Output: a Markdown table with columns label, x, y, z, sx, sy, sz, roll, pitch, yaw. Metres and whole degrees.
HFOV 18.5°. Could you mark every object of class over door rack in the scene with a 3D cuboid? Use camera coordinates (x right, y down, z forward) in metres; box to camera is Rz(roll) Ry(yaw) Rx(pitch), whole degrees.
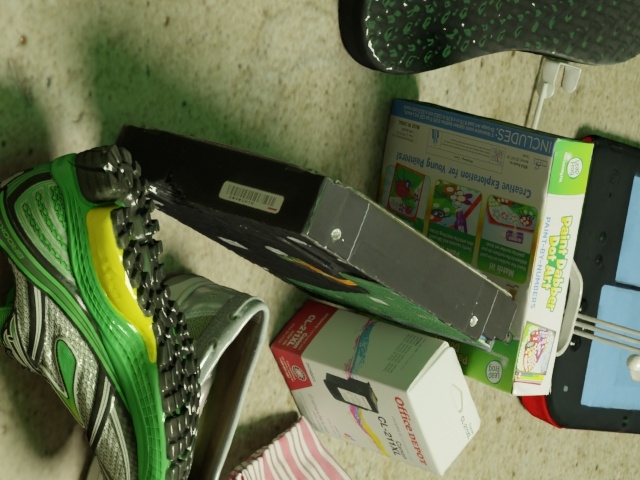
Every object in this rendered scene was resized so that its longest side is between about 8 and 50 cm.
| label | x | y | z | sx | sy | sz | roll | pitch | yaw |
| --- | --- | --- | --- | --- | --- | --- | --- | --- | --- |
| over door rack | 0.290 | -0.035 | 2.099 | 0.108 | 0.240 | 0.324 | 29 | 81 | -57 |

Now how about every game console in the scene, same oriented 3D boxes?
| label | x | y | z | sx | sy | sz | roll | pitch | yaw |
| --- | --- | --- | --- | --- | --- | --- | --- | --- | --- |
| game console | 0.386 | 0.065 | 2.394 | 0.387 | 0.060 | 0.342 | 11 | 94 | -52 |

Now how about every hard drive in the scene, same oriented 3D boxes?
| label | x | y | z | sx | sy | sz | roll | pitch | yaw |
| --- | --- | --- | --- | --- | --- | --- | --- | --- | --- |
| hard drive | 0.000 | 0.000 | 1.755 | 0.339 | 0.237 | 0.064 | 32 | 77 | -50 |

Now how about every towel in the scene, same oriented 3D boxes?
| label | x | y | z | sx | sy | sz | roll | pitch | yaw |
| --- | --- | --- | --- | --- | --- | --- | --- | --- | --- |
| towel | -0.008 | 0.251 | 1.884 | 0.144 | 0.029 | 0.197 | 52 | 24 | 3 |

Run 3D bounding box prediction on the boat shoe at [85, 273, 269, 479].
| label | x | y | z | sx | sy | sz | roll | pitch | yaw |
| --- | --- | --- | --- | --- | --- | --- | --- | --- | --- |
| boat shoe | -0.127 | 0.193 | 1.773 | 0.118 | 0.103 | 0.320 | 17 | 90 | -52 |

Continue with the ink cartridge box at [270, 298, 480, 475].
| label | x | y | z | sx | sy | sz | roll | pitch | yaw |
| --- | --- | --- | --- | --- | --- | --- | --- | --- | --- |
| ink cartridge box | 0.054 | 0.142 | 1.919 | 0.072 | 0.175 | 0.127 | -48 | 135 | -29 |

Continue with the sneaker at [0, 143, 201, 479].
| label | x | y | z | sx | sy | sz | roll | pitch | yaw |
| --- | --- | --- | --- | --- | --- | --- | --- | --- | --- |
| sneaker | -0.189 | 0.087 | 1.641 | 0.134 | 0.146 | 0.343 | -72 | 150 | -66 |

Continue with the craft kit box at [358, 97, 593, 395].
| label | x | y | z | sx | sy | sz | roll | pitch | yaw |
| --- | --- | --- | --- | --- | --- | --- | --- | --- | --- |
| craft kit box | 0.144 | 0.001 | 1.918 | 0.061 | 0.250 | 0.246 | 6 | 99 | -37 |

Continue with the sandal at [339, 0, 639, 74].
| label | x | y | z | sx | sy | sz | roll | pitch | yaw |
| --- | --- | --- | --- | --- | --- | --- | --- | --- | --- |
| sandal | 0.191 | -0.264 | 2.023 | 0.446 | 0.107 | 0.167 | -7 | 109 | -36 |
